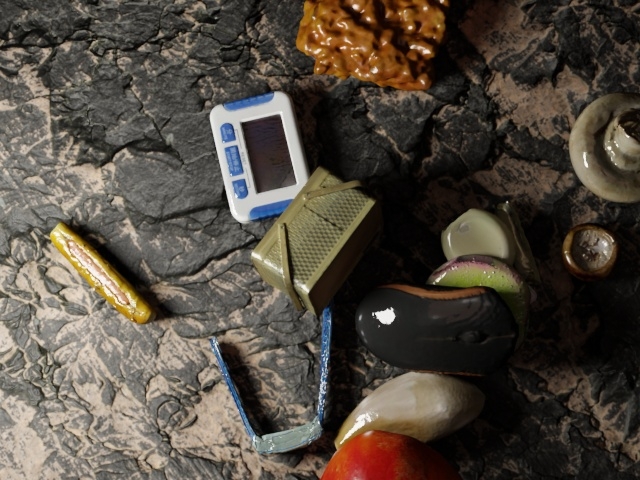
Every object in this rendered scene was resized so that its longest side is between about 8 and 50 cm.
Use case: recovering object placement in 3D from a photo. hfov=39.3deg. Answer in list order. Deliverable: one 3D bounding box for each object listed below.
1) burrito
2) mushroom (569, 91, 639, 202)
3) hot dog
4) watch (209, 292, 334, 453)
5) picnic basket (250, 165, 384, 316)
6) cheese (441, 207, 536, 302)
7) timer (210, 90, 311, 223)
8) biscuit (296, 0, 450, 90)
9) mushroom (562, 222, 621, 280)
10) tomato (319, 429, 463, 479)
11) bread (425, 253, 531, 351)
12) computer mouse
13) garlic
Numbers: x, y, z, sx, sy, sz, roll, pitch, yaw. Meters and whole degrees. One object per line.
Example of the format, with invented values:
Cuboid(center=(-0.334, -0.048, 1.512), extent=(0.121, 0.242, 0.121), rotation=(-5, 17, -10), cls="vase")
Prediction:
Cuboid(center=(0.404, 0.007, 1.835), extent=(0.045, 0.041, 0.185), rotation=(-24, 80, 41), cls="burrito")
Cuboid(center=(0.612, -0.186, 1.782), extent=(0.227, 0.178, 0.226), rotation=(1, 85, -7), cls="mushroom")
Cuboid(center=(-0.450, 0.070, 1.845), extent=(0.286, 0.088, 0.061), rotation=(43, 85, 13), cls="hot dog")
Cuboid(center=(-0.053, 0.275, 1.811), extent=(0.276, 0.068, 0.274), rotation=(-22, 77, 0), cls="watch")
Cuboid(center=(0.000, 0.000, 1.767), extent=(0.139, 0.165, 0.266), rotation=(33, 76, 18), cls="picnic basket")
Cuboid(center=(0.347, 0.041, 1.808), extent=(0.137, 0.064, 0.227), rotation=(-43, 83, 15), cls="cheese")
Cuboid(center=(-0.119, -0.171, 1.861), extent=(0.178, 0.078, 0.253), rotation=(-12, 83, -1), cls="timer")
Cuboid(center=(0.114, -0.481, 1.877), extent=(0.318, 0.110, 0.312), rotation=(10, 84, 3), cls="biscuit")
Cuboid(center=(0.547, 0.023, 1.819), extent=(0.123, 0.052, 0.123), rotation=(0, 75, 1), cls="mushroom")
Cuboid(center=(0.121, 0.525, 1.639), extent=(0.293, 0.290, 0.325), rotation=(33, 111, 0), cls="tomato")
Cuboid(center=(0.310, 0.138, 1.785), extent=(0.229, 0.033, 0.228), rotation=(3, 100, 16), cls="bread")
Cuboid(center=(0.220, 0.173, 1.744), extent=(0.323, 0.116, 0.182), rotation=(2, 106, 19), cls="computer mouse")
Cuboid(center=(0.166, 0.346, 1.776), extent=(0.318, 0.112, 0.143), rotation=(-26, 85, 10), cls="garlic")
